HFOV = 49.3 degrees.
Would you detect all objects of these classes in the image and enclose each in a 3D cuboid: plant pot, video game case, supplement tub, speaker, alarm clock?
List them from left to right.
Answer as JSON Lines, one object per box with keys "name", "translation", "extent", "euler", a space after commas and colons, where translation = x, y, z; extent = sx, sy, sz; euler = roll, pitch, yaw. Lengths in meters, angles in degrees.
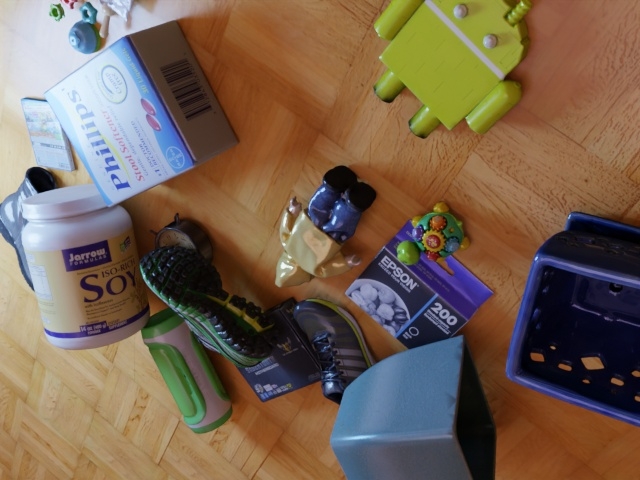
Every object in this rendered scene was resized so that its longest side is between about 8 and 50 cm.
{"name": "video game case", "translation": [-0.640, -0.249, 1.641], "extent": [0.119, 0.015, 0.166], "euler": [12, 121, 27]}
{"name": "supplement tub", "translation": [-0.531, 0.053, 1.581], "extent": [0.240, 0.241, 0.332], "euler": [3, 109, 31]}
{"name": "speaker", "translation": [-0.320, 0.311, 1.680], "extent": [0.131, 0.131, 0.297], "euler": [-11, 109, 36]}
{"name": "alarm clock", "translation": [-0.289, 0.035, 1.546], "extent": [0.129, 0.064, 0.192], "euler": [-25, 98, 39]}
{"name": "plant pot", "translation": [0.165, 0.356, 1.270], "extent": [0.252, 0.247, 0.248], "euler": [-12, 118, 22]}
{"name": "plant pot", "translation": [0.432, 0.100, 1.034], "extent": [0.235, 0.212, 0.236], "euler": [18, 124, 23]}

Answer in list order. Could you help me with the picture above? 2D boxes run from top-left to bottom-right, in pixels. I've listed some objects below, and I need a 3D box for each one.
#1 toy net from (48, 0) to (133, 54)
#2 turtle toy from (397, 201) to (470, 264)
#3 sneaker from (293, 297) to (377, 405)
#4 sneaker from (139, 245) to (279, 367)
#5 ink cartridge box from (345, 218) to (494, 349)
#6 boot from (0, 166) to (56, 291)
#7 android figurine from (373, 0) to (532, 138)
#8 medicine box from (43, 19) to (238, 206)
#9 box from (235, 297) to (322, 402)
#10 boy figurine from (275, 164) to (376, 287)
{"name": "toy net", "translation": [-0.441, -0.461, 1.383], "extent": [0.232, 0.045, 0.122], "euler": [-19, 103, 36]}
{"name": "turtle toy", "translation": [0.192, 0.000, 1.215], "extent": [0.130, 0.066, 0.095], "euler": [-32, 94, 32]}
{"name": "sneaker", "translation": [0.040, 0.250, 1.422], "extent": [0.111, 0.121, 0.300], "euler": [-33, 95, 39]}
{"name": "sneaker", "translation": [-0.252, 0.149, 1.470], "extent": [0.343, 0.134, 0.146], "euler": [42, 139, 8]}
{"name": "ink cartridge box", "translation": [0.179, 0.099, 1.302], "extent": [0.206, 0.045, 0.208], "euler": [41, 128, 6]}
{"name": "boot", "translation": [-0.667, 0.003, 1.734], "extent": [0.222, 0.118, 0.338], "euler": [-29, 101, 37]}
{"name": "android figurine", "translation": [0.202, -0.285, 1.069], "extent": [0.248, 0.056, 0.273], "euler": [47, 132, 1]}
{"name": "medicine box", "translation": [-0.355, -0.242, 1.379], "extent": [0.289, 0.149, 0.264], "euler": [-18, 105, 37]}
{"name": "box", "translation": [-0.097, 0.247, 1.547], "extent": [0.232, 0.059, 0.183], "euler": [-29, 97, 39]}
{"name": "boy figurine", "translation": [0.000, 0.000, 1.329], "extent": [0.177, 0.092, 0.285], "euler": [38, 130, 8]}
